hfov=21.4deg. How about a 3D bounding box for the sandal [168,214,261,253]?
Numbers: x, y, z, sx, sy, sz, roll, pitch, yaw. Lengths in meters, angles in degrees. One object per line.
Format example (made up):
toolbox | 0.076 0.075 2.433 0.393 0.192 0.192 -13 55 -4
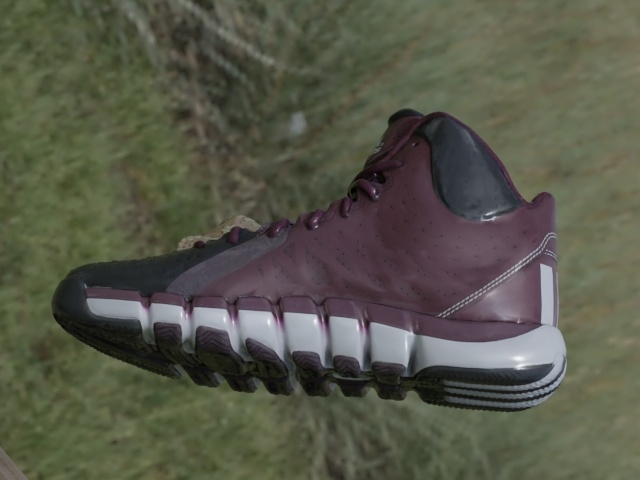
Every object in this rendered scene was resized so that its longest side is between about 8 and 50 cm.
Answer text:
sandal | -0.063 0.023 1.101 0.079 0.088 0.240 -66 161 -11

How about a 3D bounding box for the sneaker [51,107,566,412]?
sneaker | 0.000 0.000 0.945 0.106 0.281 0.162 88 10 -71

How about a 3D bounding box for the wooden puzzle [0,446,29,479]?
wooden puzzle | -0.328 0.209 1.296 0.221 0.239 0.044 -7 115 -36
